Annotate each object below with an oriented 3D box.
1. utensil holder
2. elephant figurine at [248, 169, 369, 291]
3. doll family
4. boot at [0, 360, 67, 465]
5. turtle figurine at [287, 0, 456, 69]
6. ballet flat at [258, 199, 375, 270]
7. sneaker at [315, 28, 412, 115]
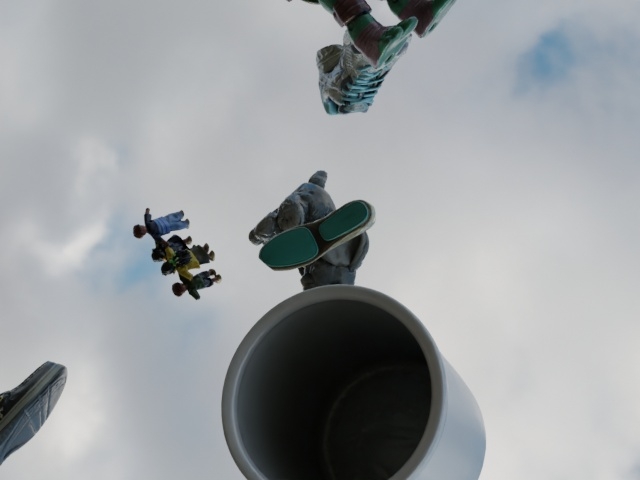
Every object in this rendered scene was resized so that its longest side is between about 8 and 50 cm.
[{"bbox_3d":[0.073,0.280,1.660,0.327,0.385,0.327,-7,-113,17],"label":"utensil holder"},{"bbox_3d":[0.005,0.031,1.857,0.186,0.169,0.239,-43,-89,13],"label":"elephant figurine"},{"bbox_3d":[-0.264,0.021,1.948,0.193,0.111,0.076,47,-41,28],"label":"doll family"},{"bbox_3d":[-0.448,0.203,1.338,0.178,0.236,0.085,29,-40,14],"label":"boot"},{"bbox_3d":[0.002,-0.260,0.952,0.234,0.175,0.118,43,-22,6],"label":"turtle figurine"},{"bbox_3d":[0.000,0.000,1.441,0.168,0.052,0.057,-24,-108,8],"label":"ballet flat"},{"bbox_3d":[0.073,-0.270,1.771,0.283,0.110,0.122,167,-75,-73],"label":"sneaker"}]
